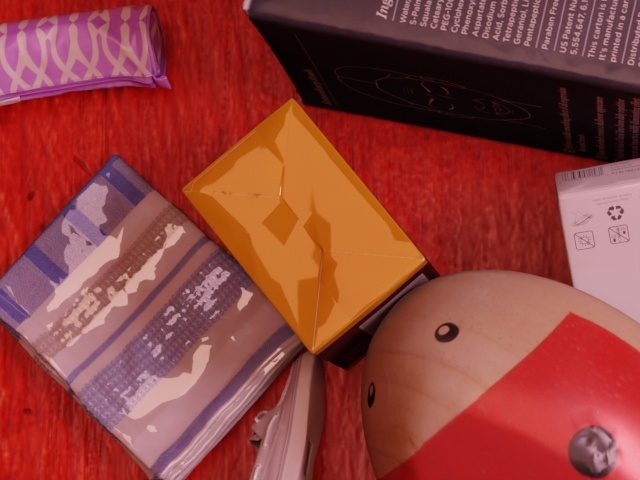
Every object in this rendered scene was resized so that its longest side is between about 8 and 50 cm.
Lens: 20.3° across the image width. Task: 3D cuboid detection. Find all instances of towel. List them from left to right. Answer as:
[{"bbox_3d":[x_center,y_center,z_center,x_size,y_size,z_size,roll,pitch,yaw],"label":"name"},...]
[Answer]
[{"bbox_3d":[-0.172,0.077,1.721,0.285,0.034,0.209,43,89,18],"label":"towel"}]

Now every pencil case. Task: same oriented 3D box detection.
[{"bbox_3d":[-0.252,-0.179,1.760,0.206,0.086,0.088,-9,59,8],"label":"pencil case"}]

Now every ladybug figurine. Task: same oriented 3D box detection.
[{"bbox_3d":[0.211,0.227,1.523,0.449,0.162,0.305,44,117,2],"label":"ladybug figurine"}]

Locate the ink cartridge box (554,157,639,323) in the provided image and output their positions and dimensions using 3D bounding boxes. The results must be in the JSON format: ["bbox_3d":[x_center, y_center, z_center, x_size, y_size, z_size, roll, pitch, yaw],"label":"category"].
[{"bbox_3d":[0.315,0.085,1.583,0.165,0.065,0.333,-10,112,7],"label":"ink cartridge box"}]

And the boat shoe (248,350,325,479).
[{"bbox_3d":[-0.036,0.185,1.656,0.063,0.066,0.184,1,63,15],"label":"boat shoe"}]

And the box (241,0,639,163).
[{"bbox_3d":[0.167,-0.219,1.591,0.395,0.293,0.212,12,82,11],"label":"box"}]

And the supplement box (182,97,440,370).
[{"bbox_3d":[0.000,0.000,1.632,0.129,0.194,0.191,-40,76,2],"label":"supplement box"}]
